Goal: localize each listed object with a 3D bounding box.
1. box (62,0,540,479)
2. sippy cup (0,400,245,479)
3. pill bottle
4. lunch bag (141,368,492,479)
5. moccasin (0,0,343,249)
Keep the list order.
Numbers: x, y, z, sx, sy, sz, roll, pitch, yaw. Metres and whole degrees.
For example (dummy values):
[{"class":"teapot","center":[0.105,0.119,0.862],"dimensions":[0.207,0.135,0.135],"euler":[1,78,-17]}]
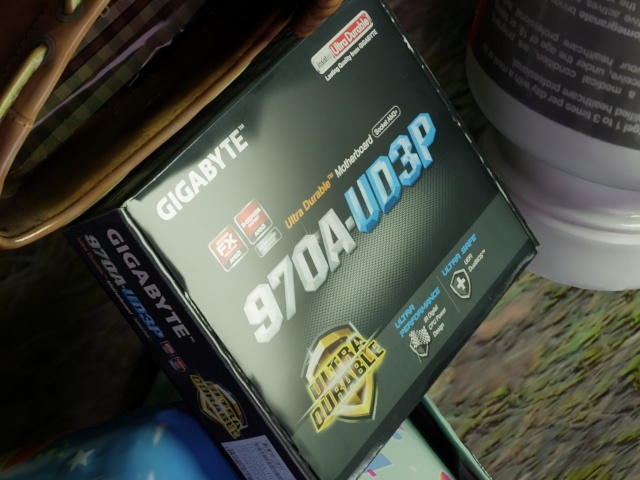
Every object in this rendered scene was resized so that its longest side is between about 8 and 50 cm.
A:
[{"class":"box","center":[0.000,0.000,0.943],"dimensions":[0.175,0.051,0.220],"euler":[56,48,-14]},{"class":"sippy cup","center":[-0.116,0.193,0.943],"dimensions":[0.224,0.240,0.305],"euler":[-28,132,24]},{"class":"pill bottle","center":[0.177,-0.136,1.018],"dimensions":[0.176,0.176,0.318],"euler":[-13,131,-35]},{"class":"lunch bag","center":[0.033,0.178,1.129],"dimensions":[0.262,0.223,0.160],"euler":[3,127,-45]},{"class":"moccasin","center":[-0.028,-0.146,0.848],"dimensions":[0.380,0.147,0.139],"euler":[-39,141,-8]}]
